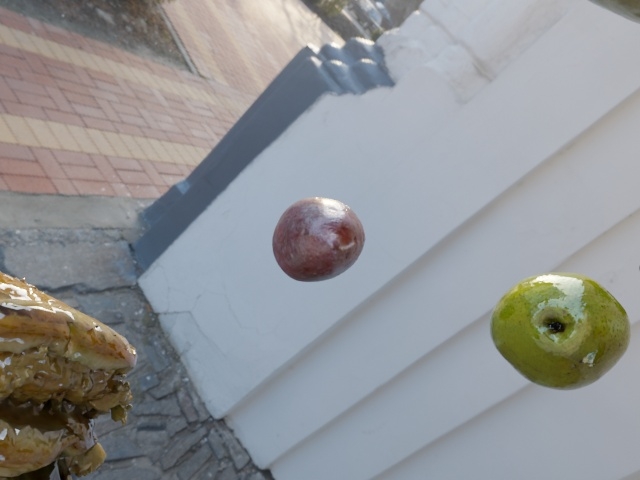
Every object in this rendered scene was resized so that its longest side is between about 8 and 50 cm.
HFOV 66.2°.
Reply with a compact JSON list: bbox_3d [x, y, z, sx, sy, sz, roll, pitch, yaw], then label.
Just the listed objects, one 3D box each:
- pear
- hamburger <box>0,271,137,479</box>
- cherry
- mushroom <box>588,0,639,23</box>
[{"bbox_3d":[0.368,0.136,0.764,0.198,0.198,0.198,39,24,-21],"label":"pear"},{"bbox_3d":[-0.272,0.115,0.360,0.245,0.261,0.211,26,69,-16],"label":"hamburger"},{"bbox_3d":[0.000,0.000,0.992,0.192,0.174,0.250,0,6,-8],"label":"cherry"},{"bbox_3d":[0.198,-0.193,0.254,0.154,0.154,0.122,45,34,-8],"label":"mushroom"}]
